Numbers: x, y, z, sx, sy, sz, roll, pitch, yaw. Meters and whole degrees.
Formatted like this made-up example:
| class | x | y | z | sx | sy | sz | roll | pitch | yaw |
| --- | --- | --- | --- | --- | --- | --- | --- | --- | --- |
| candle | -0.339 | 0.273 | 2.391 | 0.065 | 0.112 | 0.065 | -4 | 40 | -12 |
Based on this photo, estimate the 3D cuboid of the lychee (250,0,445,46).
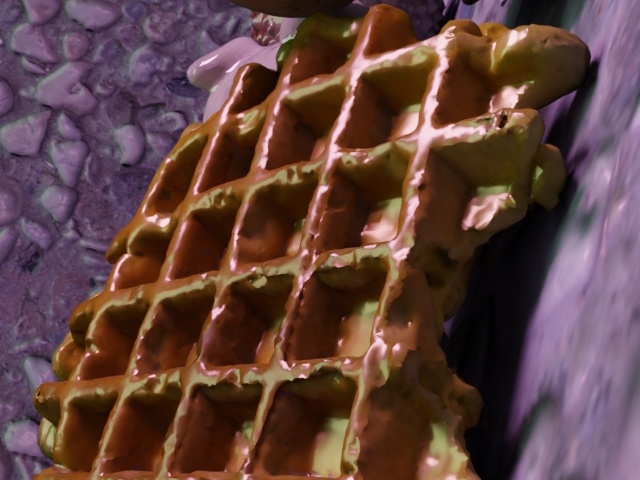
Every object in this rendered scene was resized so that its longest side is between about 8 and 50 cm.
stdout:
| class | x | y | z | sx | sy | sz | roll | pitch | yaw |
| --- | --- | --- | --- | --- | --- | --- | --- | --- | --- |
| lychee | 0.016 | -0.174 | 0.915 | 0.197 | 0.165 | 0.165 | -32 | 27 | 31 |

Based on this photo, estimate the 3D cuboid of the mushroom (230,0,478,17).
| class | x | y | z | sx | sy | sz | roll | pitch | yaw |
| --- | --- | --- | --- | --- | --- | --- | --- | --- | --- |
| mushroom | 0.048 | -0.206 | 0.537 | 0.254 | 0.195 | 0.189 | -43 | -8 | 16 |

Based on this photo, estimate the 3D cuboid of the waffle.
| class | x | y | z | sx | sy | sz | roll | pitch | yaw |
| --- | --- | --- | --- | --- | --- | --- | --- | --- | --- |
| waffle | -0.020 | 0.036 | 0.443 | 0.282 | 0.058 | 0.300 | 22 | 82 | 53 |

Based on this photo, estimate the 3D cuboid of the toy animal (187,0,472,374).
| class | x | y | z | sx | sy | sz | roll | pitch | yaw |
| --- | --- | --- | --- | --- | --- | --- | --- | --- | --- |
| toy animal | -0.004 | 0.001 | 0.611 | 0.208 | 0.154 | 0.325 | -48 | 37 | 28 |
